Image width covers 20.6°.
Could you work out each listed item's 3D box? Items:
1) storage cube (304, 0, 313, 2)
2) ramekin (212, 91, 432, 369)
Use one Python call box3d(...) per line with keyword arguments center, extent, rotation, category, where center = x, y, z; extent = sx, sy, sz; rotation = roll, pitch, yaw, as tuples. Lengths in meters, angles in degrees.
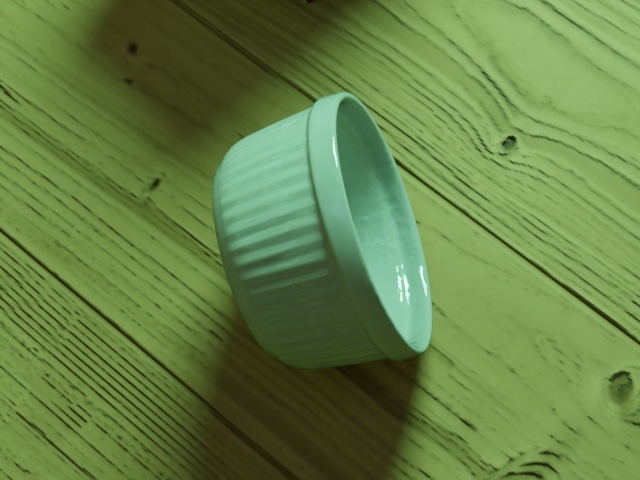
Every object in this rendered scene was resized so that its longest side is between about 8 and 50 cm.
box3d(center=(-0.021, -0.342, 1.438), extent=(0.193, 0.215, 0.183), rotation=(-44, 71, 3), category="storage cube")
box3d(center=(0.000, 0.000, 1.337), extent=(0.109, 0.207, 0.207), rotation=(-16, 71, 15), category="ramekin")
